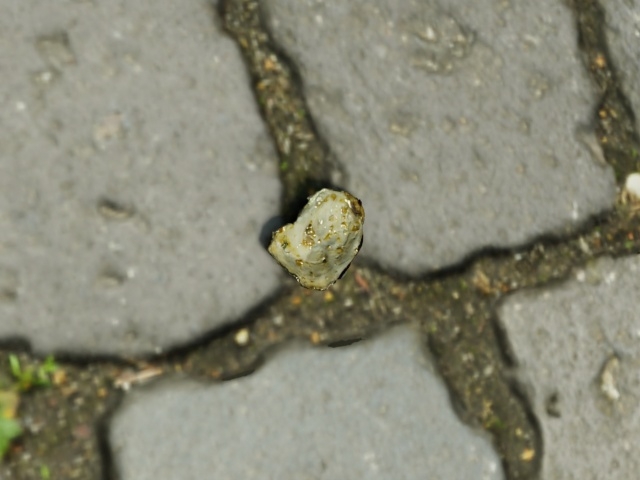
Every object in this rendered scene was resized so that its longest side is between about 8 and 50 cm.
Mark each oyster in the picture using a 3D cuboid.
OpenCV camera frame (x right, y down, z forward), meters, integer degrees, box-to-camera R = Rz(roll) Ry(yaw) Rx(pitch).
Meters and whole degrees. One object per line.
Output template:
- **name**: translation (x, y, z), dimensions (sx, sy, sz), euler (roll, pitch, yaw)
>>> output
- **oyster**: translation (0.002, -0.003, 0.891), dimensions (0.054, 0.019, 0.083), euler (51, 60, -11)
